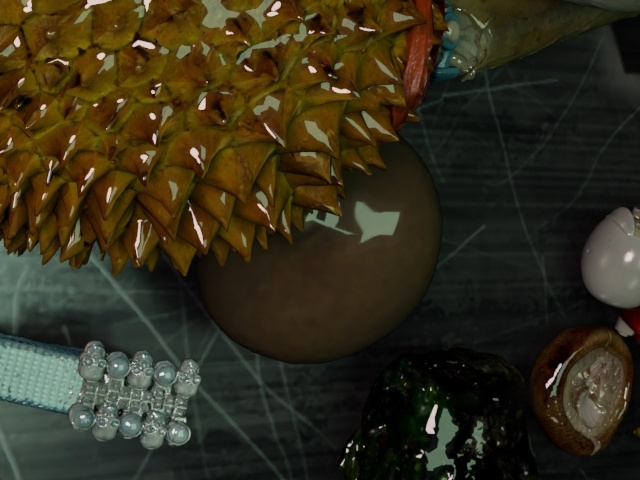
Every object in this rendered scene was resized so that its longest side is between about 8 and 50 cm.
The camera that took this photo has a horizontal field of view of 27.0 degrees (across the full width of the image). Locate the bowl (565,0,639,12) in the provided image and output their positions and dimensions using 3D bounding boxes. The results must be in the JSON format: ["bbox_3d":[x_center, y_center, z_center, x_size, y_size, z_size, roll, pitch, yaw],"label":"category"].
[{"bbox_3d":[0.208,-0.300,0.998,0.307,0.163,0.307,7,69,-19],"label":"bowl"}]

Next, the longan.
[{"bbox_3d":[0.000,0.000,0.947,0.189,0.189,0.189,-6,101,-32],"label":"longan"}]

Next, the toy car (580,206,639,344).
[{"bbox_3d":[0.283,0.026,1.177,0.112,0.112,0.139,12,107,-18],"label":"toy car"}]

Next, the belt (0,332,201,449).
[{"bbox_3d":[-0.181,0.092,0.888,0.179,0.100,0.065,13,86,-31],"label":"belt"}]

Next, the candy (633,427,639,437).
[{"bbox_3d":[0.407,0.071,1.231,0.297,0.081,0.187,-41,161,-20],"label":"candy"}]

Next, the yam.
[{"bbox_3d":[0.241,-0.219,1.122,0.371,0.083,0.083,-23,109,-29],"label":"yam"}]

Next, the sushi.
[{"bbox_3d":[0.094,0.200,1.062,0.127,0.124,0.225,-3,100,-32],"label":"sushi"}]

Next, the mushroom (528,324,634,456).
[{"bbox_3d":[0.230,0.131,1.182,0.123,0.052,0.123,-11,107,-38],"label":"mushroom"}]

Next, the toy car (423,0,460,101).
[{"bbox_3d":[0.031,-0.146,0.967,0.161,0.098,0.126,-2,102,-9],"label":"toy car"}]

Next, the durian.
[{"bbox_3d":[-0.095,-0.154,0.760,0.384,0.347,0.347,-47,119,-4],"label":"durian"}]
